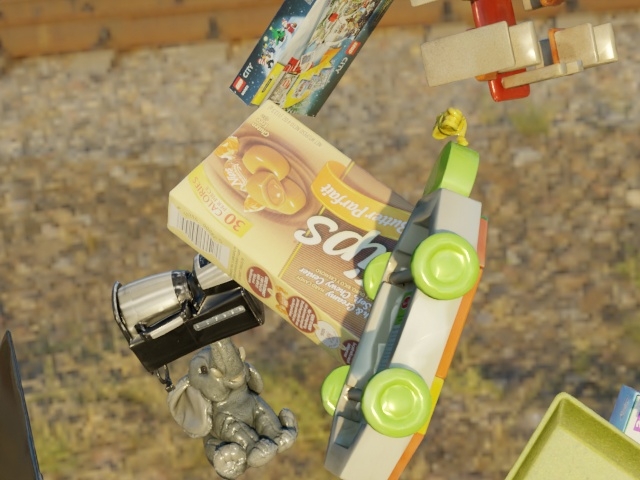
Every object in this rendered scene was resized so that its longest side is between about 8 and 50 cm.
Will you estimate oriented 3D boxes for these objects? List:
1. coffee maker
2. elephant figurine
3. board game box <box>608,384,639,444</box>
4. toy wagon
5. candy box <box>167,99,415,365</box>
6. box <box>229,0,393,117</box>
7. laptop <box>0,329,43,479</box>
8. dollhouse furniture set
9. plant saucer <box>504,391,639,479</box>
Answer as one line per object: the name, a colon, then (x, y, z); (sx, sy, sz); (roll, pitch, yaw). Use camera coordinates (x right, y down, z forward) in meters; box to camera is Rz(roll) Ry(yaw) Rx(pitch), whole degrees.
coffee maker: (-0.168, 0.096, 1.925); (0.178, 0.171, 0.120); (-22, 54, 7)
elephant figurine: (-0.146, 0.231, 2.173); (0.186, 0.239, 0.169); (-31, 0, 15)
board game box: (0.536, 0.366, 2.011); (0.317, 0.242, 0.064); (20, 2, -8)
toy wagon: (0.084, 0.050, 1.278); (0.068, 0.344, 0.267); (21, -7, -6)
candy box: (0.000, 0.000, 1.649); (0.316, 0.087, 0.183); (38, 63, 12)
box: (-0.002, -0.272, 1.865); (0.044, 0.233, 0.159); (44, 21, 25)
laptop: (-0.333, 0.403, 1.815); (0.408, 0.382, 0.236); (30, 29, 0)
dollhouse furniture set: (0.161, -0.264, 1.394); (0.135, 0.259, 0.262); (-11, 1, 33)
plant saucer: (0.267, 0.283, 1.470); (0.188, 0.188, 0.045); (35, -12, -5)
